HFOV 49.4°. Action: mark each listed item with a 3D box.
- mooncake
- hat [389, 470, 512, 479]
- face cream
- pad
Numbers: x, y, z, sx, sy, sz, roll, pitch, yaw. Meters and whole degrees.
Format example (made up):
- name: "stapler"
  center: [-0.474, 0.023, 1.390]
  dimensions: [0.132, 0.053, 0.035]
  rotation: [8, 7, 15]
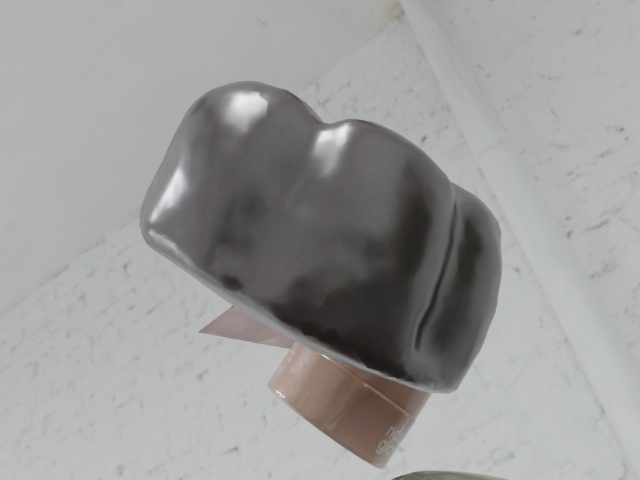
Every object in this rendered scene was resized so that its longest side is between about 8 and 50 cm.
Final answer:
- name: "mooncake"
  center: [0.000, 0.000, 0.464]
  dimensions: [0.244, 0.244, 0.134]
  rotation: [29, -99, -45]
- name: "hat"
  center: [0.001, 0.156, 0.352]
  dimensions: [0.244, 0.149, 0.214]
  rotation: [34, -38, -4]
- name: "face cream"
  center: [0.032, 0.151, 0.725]
  dimensions: [0.104, 0.149, 0.149]
  rotation: [-55, -39, -8]
- name: "pad"
  center: [-0.069, 0.124, 1.003]
  dimensions: [0.187, 0.113, 0.006]
  rotation: [6, -69, 26]
